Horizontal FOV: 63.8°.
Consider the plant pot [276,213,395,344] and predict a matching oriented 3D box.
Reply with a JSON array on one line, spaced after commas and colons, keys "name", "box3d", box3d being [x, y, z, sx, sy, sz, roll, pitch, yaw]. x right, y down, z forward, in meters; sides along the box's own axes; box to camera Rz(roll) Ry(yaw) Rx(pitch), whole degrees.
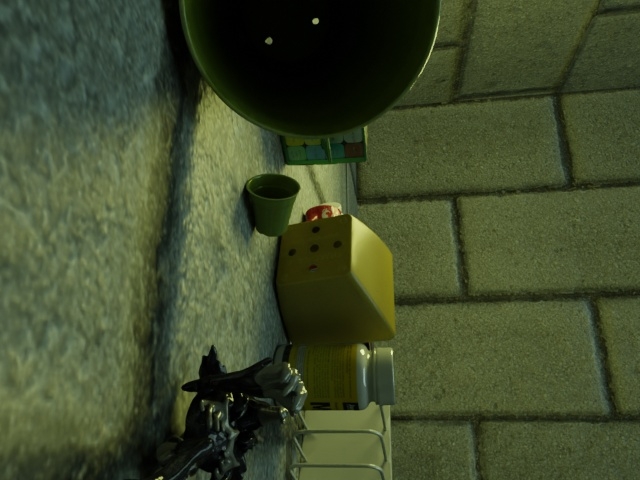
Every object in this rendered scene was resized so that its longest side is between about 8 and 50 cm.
[{"name": "plant pot", "box3d": [0.020, 0.068, 1.009, 0.187, 0.212, 0.212, 62, 25, -46]}]

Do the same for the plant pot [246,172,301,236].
[{"name": "plant pot", "box3d": [-0.076, -0.051, 0.803, 0.083, 0.083, 0.079, -81, 179, -55]}]

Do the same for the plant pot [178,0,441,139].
[{"name": "plant pot", "box3d": [-0.028, -0.296, 0.662, 0.293, 0.275, 0.275, -112, -165, -66]}]

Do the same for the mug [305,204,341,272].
[{"name": "mug", "box3d": [0.010, 0.000, 1.247, 0.150, 0.113, 0.169, 74, 12, -65]}]

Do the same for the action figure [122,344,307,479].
[{"name": "action figure", "box3d": [-0.078, 0.192, 0.451, 0.275, 0.141, 0.164, -34, 119, -77]}]

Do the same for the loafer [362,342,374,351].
[{"name": "loafer", "box3d": [0.081, 0.267, 1.655, 0.130, 0.134, 0.366, -53, 130, -71]}]

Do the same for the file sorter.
[{"name": "file sorter", "box3d": [0.039, 0.415, 1.031, 0.173, 0.193, 0.278, 75, 15, -45]}]

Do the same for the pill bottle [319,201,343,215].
[{"name": "pill bottle", "box3d": [0.034, -0.030, 1.497, 0.086, 0.086, 0.152, -76, 161, -64]}]

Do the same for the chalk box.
[{"name": "chalk box", "box3d": [0.007, -0.273, 1.074, 0.289, 0.179, 0.180, -82, 167, -49]}]

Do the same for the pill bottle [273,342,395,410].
[{"name": "pill bottle", "box3d": [0.028, 0.244, 0.922, 0.119, 0.208, 0.119, -3, 90, -82]}]
